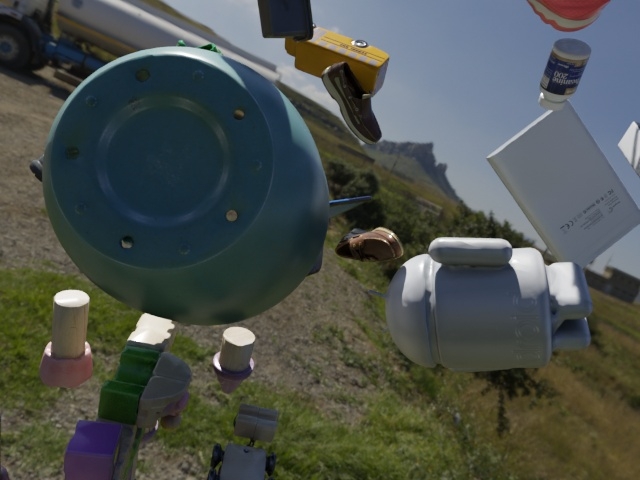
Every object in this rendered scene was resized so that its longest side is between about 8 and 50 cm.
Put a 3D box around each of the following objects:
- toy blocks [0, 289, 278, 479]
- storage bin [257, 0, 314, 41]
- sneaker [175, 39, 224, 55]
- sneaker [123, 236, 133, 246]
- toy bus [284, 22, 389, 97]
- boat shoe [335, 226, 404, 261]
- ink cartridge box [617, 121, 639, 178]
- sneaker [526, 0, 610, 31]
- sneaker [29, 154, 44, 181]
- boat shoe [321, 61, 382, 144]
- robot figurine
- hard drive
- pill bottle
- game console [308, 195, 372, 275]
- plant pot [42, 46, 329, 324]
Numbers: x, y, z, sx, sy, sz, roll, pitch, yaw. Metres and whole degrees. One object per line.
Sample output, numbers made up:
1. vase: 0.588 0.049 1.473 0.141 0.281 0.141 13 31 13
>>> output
1. toy blocks: -0.223 0.258 0.639 0.309 0.260 0.288 12 22 -6
2. storage bin: -0.081 -0.482 1.125 0.091 0.135 0.098 -15 20 -25
3. sneaker: -0.336 -0.561 1.743 0.296 0.123 0.109 6 35 -36
4. sneaker: -0.178 0.009 0.637 0.069 0.038 0.098 26 8 19
5. toy bus: 0.038 -0.553 1.639 0.333 0.108 0.130 25 49 13
6. boat shoe: 0.087 0.016 0.993 0.178 0.060 0.064 4 -56 63
7. ink cartridge box: 0.636 -0.082 0.895 0.176 0.069 0.370 18 37 1
8. sneaker: 0.321 -0.447 0.841 0.314 0.115 0.136 27 7 0
9. sneaker: -0.615 -0.124 1.380 0.267 0.106 0.101 48 -13 -4
10. boat shoe: 0.108 -0.390 1.541 0.095 0.095 0.257 -20 -62 43
11. robot figurine: 0.266 0.117 0.931 0.354 0.299 0.199 -5 31 18
12. hard drive: 0.593 -0.126 1.305 0.353 0.233 0.047 53 -3 -7
13. pill bottle: 0.448 -0.305 1.003 0.067 0.067 0.120 30 -36 24
14. game console: 0.000 0.000 1.456 0.174 0.250 0.293 11 12 27
15. plant pot: -0.130 -0.055 0.547 0.293 0.292 0.235 26 -7 0
